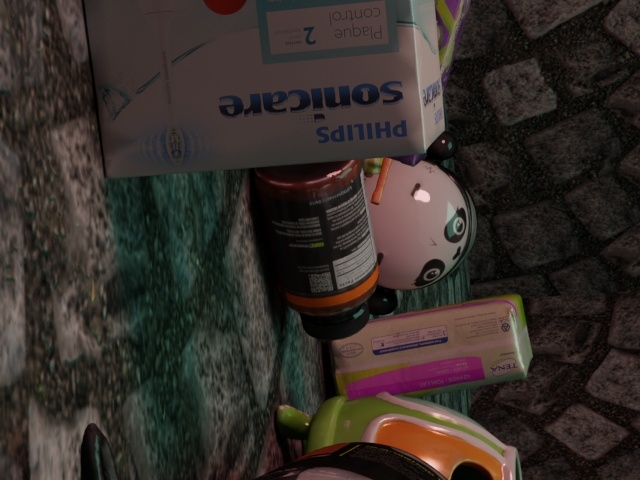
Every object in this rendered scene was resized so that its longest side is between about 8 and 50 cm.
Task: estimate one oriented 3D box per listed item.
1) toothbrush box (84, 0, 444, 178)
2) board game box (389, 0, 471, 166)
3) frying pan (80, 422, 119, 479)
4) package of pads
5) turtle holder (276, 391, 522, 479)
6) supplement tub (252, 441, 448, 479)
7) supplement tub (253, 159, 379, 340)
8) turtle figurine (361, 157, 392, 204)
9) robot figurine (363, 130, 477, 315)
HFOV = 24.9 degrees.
[{"bbox_3d":[-0.041,-0.199,0.950,0.126,0.216,0.296,-47,133,-74],"label":"toothbrush box"},{"bbox_3d":[0.020,-0.247,1.016,0.056,0.208,0.347,-27,135,-69],"label":"board game box"},{"bbox_3d":[-0.117,0.281,0.796,0.197,0.053,0.326,-82,162,-49],"label":"frying pan"},{"bbox_3d":[0.136,0.134,1.763,0.296,0.229,0.101,4,75,-79],"label":"package of pads"},{"bbox_3d":[0.088,0.291,1.431,0.243,0.227,0.320,-83,165,-49],"label":"turtle holder"},{"bbox_3d":[0.018,0.265,1.113,0.338,0.207,0.207,15,71,-78],"label":"supplement tub"},{"bbox_3d":[0.000,0.000,1.411,0.106,0.106,0.198,-79,163,-55],"label":"supplement tub"},{"bbox_3d":[0.033,-0.154,1.711,0.217,0.087,0.270,72,7,-79],"label":"turtle figurine"},{"bbox_3d":[0.118,-0.022,1.872,0.278,0.173,0.209,-7,81,-80],"label":"robot figurine"}]
